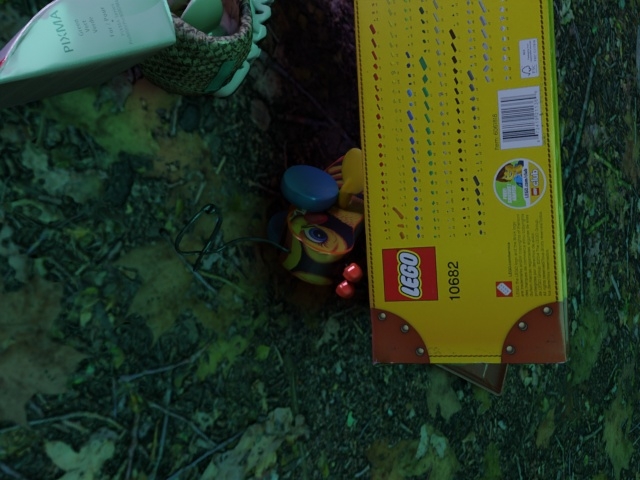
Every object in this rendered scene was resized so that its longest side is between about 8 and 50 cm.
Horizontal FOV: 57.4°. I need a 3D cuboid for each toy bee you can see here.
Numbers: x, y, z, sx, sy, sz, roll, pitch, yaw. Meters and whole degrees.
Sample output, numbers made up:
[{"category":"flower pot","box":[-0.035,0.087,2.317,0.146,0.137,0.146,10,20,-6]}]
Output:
[{"category":"toy bee","box":[0.000,0.000,0.710,0.298,0.162,0.195,-41,158,-26]}]

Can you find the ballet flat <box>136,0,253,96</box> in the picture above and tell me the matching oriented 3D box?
[{"category":"ballet flat","box":[-0.159,-0.375,0.509,0.163,0.182,0.484,-23,99,-30]}]

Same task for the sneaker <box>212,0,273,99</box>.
[{"category":"sneaker","box":[-0.107,-0.308,0.665,0.118,0.110,0.293,10,89,-18]}]

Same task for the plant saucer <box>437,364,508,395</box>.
[{"category":"plant saucer","box":[0.269,0.117,1.037,0.259,0.047,0.259,32,69,-39]}]

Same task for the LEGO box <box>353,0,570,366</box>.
[{"category":"LEGO box","box":[0.173,-0.130,0.730,0.372,0.192,0.501,-3,90,-75]}]

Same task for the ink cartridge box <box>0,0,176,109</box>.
[{"category":"ink cartridge box","box":[-0.253,-0.138,0.464,0.224,0.180,0.056,-28,108,-37]}]
